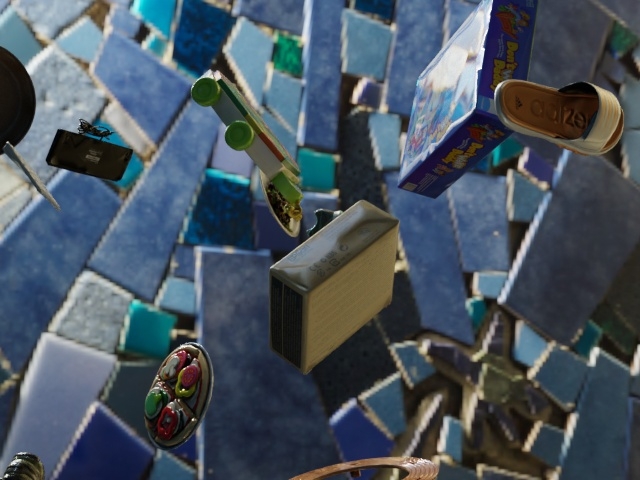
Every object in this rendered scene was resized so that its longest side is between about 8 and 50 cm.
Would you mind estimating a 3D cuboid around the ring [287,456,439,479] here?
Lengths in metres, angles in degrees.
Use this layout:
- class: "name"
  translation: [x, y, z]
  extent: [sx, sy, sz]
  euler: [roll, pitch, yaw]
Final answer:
- class: "ring"
  translation: [0.073, 0.493, 2.034]
  extent: [0.336, 0.336, 0.032]
  euler: [173, 88, -66]

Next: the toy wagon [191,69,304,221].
- class: "toy wagon"
  translation: [-0.121, -0.185, 1.998]
  extent: [0.068, 0.267, 0.344]
  euler: [-40, 69, 5]

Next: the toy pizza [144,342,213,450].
- class: "toy pizza"
  translation: [-0.266, 0.281, 1.845]
  extent: [0.201, 0.032, 0.201]
  euler: [-29, 49, 39]

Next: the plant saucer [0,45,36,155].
- class: "plant saucer"
  translation: [-0.569, -0.232, 1.661]
  extent: [0.036, 0.198, 0.199]
  euler: [-138, 56, -69]

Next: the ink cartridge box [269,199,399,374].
- class: "ink cartridge box"
  translation: [0.022, 0.074, 1.657]
  extent: [0.088, 0.234, 0.193]
  euler: [31, 139, 27]

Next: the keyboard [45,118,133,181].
- class: "keyboard"
  translation: [-0.427, -0.172, 1.879]
  extent: [0.038, 0.192, 0.100]
  euler: [34, 101, 30]

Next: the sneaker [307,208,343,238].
- class: "sneaker"
  translation: [0.000, 0.000, 2.412]
  extent: [0.065, 0.076, 0.167]
  euler: [-2, -69, -77]

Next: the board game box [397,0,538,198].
- class: "board game box"
  translation: [0.242, -0.239, 1.713]
  extent: [0.347, 0.078, 0.234]
  euler: [134, 150, -68]

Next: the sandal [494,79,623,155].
- class: "sandal"
  translation: [0.375, -0.187, 1.499]
  extent: [0.076, 0.265, 0.102]
  euler: [-10, 78, 56]

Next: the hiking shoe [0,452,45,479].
- class: "hiking shoe"
  translation: [-0.566, 0.531, 1.959]
  extent: [0.114, 0.086, 0.227]
  euler: [-51, -54, -63]

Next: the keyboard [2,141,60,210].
- class: "keyboard"
  translation: [-0.369, -0.078, 1.311]
  extent: [0.072, 0.014, 0.256]
  euler: [50, 171, -4]

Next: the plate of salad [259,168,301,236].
- class: "plate of salad"
  translation: [-0.083, -0.104, 2.285]
  extent: [0.048, 0.200, 0.200]
  euler: [-20, 58, 16]
